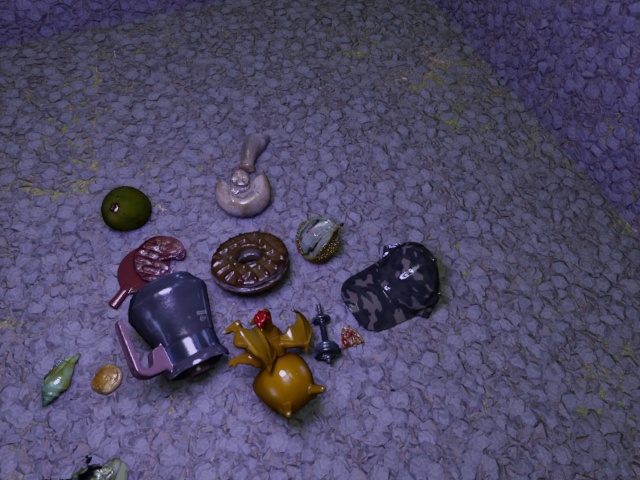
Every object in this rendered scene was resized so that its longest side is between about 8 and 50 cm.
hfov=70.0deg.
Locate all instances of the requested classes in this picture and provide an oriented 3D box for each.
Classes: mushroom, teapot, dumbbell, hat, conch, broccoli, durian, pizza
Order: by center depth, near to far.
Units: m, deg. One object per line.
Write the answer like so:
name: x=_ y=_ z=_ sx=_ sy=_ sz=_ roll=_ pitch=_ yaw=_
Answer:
broccoli: x=-0.686 y=0.813 z=1.422 sx=0.347 sy=0.294 sz=0.281 roll=11 pitch=22 yaw=-12
teapot: x=-0.535 y=0.331 z=1.656 sx=0.376 sy=0.305 sz=0.362 roll=-12 pitch=66 yaw=-51
conch: x=-0.954 y=0.502 z=1.659 sx=0.094 sy=0.080 sz=0.201 roll=-2 pitch=44 yaw=8
dumbbell: x=0.013 y=0.367 z=1.819 sx=0.110 sy=0.110 sz=0.255 roll=-5 pitch=56 yaw=-9
pizza: x=0.131 y=0.396 z=1.851 sx=0.099 sy=0.029 sz=0.100 roll=9 pitch=61 yaw=-2
hat: x=0.294 y=0.181 z=1.897 sx=0.381 sy=0.257 sz=0.366 roll=-17 pitch=61 yaw=-36
durian: x=0.000 y=0.000 z=1.993 sx=0.237 sy=0.138 sz=0.193 roll=-26 pitch=64 yaw=-15
mushroom: x=-0.338 y=-0.199 z=2.037 sx=0.253 sy=0.195 sz=0.189 roll=-16 pitch=68 yaw=-10
mushroom: x=-0.334 y=-0.439 z=2.225 sx=0.096 sy=0.108 sz=0.247 roll=-8 pitch=50 yaw=37

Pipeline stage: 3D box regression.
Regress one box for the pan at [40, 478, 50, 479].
pan: x=-0.913 y=0.849 z=1.500 sx=0.068 sy=0.023 sz=0.115 roll=-3 pitch=59 yaw=-8

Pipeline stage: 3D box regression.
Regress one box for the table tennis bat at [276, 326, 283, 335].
table tennis bat: x=-0.183 y=0.411 z=1.820 sx=0.098 sy=0.019 sz=0.155 roll=-28 pitch=65 yaw=-19

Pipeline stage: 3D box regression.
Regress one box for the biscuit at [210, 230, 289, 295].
biscuit: x=-0.288 y=0.087 z=1.886 sx=0.331 sy=0.103 sz=0.332 roll=-3 pitch=41 yaw=3

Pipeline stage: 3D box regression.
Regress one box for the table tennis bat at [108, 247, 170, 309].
table tennis bat: x=-0.757 y=0.148 z=1.891 sx=0.200 sy=0.038 sz=0.310 roll=27 pitch=62 yaw=9

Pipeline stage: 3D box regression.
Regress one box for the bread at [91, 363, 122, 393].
bread: x=-0.792 y=0.514 z=1.696 sx=0.110 sy=0.024 sz=0.110 roll=2 pitch=62 yaw=-5

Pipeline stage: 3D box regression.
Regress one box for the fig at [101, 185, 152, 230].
fig: x=-0.831 y=-0.140 z=1.941 sx=0.202 sy=0.225 sz=0.203 roll=0 pitch=86 yaw=-6

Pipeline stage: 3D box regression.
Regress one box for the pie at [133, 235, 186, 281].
pie: x=-0.667 y=0.078 z=1.902 sx=0.204 sy=0.054 sz=0.219 roll=27 pitch=61 yaw=6

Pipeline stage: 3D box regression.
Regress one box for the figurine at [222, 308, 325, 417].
figurine: x=-0.169 y=0.429 z=1.620 sx=0.268 sy=0.401 sz=0.387 roll=-38 pitch=73 yaw=12
